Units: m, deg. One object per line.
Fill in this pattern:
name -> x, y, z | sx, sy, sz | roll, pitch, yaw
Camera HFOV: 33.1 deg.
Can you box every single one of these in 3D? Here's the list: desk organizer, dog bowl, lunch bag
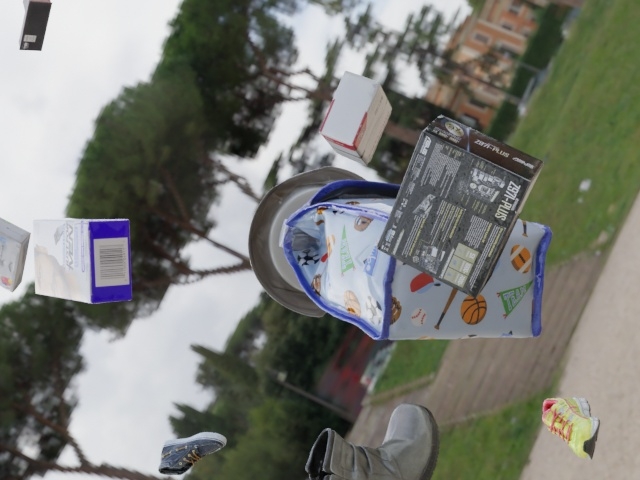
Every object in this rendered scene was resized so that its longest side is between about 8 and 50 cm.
desk organizer -> -0.579, -0.448, 2.171 | 0.047, 0.050, 0.130 | -2, -37, -28
dog bowl -> 0.000, 0.000, 2.498 | 0.348, 0.349, 0.102 | -65, 10, 0
lunch bag -> 0.151, 0.026, 1.857 | 0.385, 0.328, 0.238 | 18, 102, 63

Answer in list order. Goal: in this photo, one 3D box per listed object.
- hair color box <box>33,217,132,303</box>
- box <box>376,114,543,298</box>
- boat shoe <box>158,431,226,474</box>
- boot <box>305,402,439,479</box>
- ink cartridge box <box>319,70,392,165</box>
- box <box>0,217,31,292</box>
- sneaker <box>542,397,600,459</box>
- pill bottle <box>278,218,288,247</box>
hair color box -> -0.554, 0.041, 2.478 | 0.110, 0.339, 0.185 | -3, -88, -33
box -> 0.174, -0.043, 1.358 | 0.077, 0.147, 0.180 | -43, -24, -57
boat shoe -> -0.318, 0.534, 2.669 | 0.065, 0.183, 0.083 | 53, -148, -39
boot -> 0.065, 0.283, 1.397 | 0.083, 0.161, 0.246 | -38, 26, 39
ink cartridge box -> 0.052, -0.174, 1.548 | 0.135, 0.056, 0.099 | 38, -105, -76
box -> -0.634, 0.000, 1.987 | 0.038, 0.186, 0.145 | -60, -4, -46
sneaker -> 0.472, 0.356, 2.054 | 0.208, 0.094, 0.081 | -82, 3, -80
pill bottle -> -0.012, -0.003, 2.401 | 0.086, 0.152, 0.086 | -168, 90, -81
